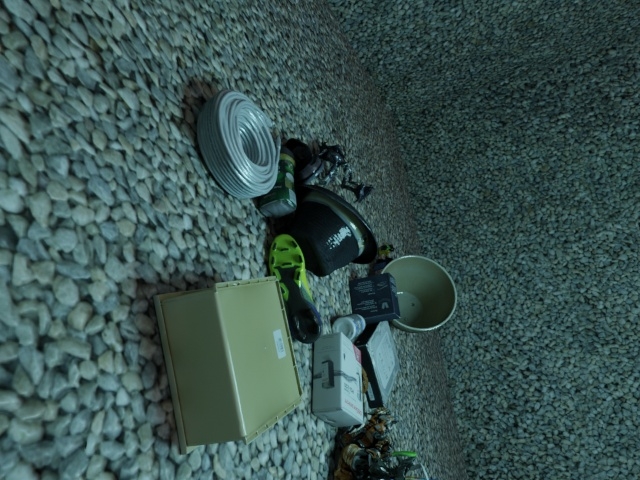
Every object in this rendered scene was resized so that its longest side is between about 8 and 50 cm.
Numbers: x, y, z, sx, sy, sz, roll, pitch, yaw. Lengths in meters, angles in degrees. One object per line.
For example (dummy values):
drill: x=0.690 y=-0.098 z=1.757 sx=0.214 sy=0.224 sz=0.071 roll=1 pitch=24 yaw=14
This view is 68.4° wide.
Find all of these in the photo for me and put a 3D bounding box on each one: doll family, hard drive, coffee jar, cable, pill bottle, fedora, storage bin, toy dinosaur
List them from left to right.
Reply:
storage bin: x=-0.152 y=0.207 z=0.871 sx=0.260 sy=0.123 sz=0.262 roll=3 pitch=73 yaw=-69
cable: x=-0.190 y=-0.228 z=1.115 sx=0.257 sy=0.089 sz=0.257 roll=46 pitch=36 yaw=-51
coffee jar: x=-0.114 y=-0.157 z=1.249 sx=0.079 sy=0.096 sz=0.184 roll=37 pitch=42 yaw=-48
fedora: x=0.000 y=0.000 z=1.308 sx=0.152 sy=0.334 sz=0.334 roll=-51 pitch=133 yaw=-21
pill bottle: x=0.096 y=0.279 z=1.523 sx=0.137 sy=0.078 sz=0.078 roll=3 pitch=73 yaw=-68
toy dinosaur: x=0.127 y=0.598 z=1.247 sx=0.321 sy=0.219 sz=0.164 roll=-56 pitch=148 yaw=-21
hard drive: x=0.217 y=0.437 z=1.757 sx=0.339 sy=0.064 sz=0.236 roll=-27 pitch=102 yaw=-70
doll family: x=0.288 y=0.075 z=2.113 sx=0.076 sy=0.112 sz=0.192 roll=51 pitch=31 yaw=-48

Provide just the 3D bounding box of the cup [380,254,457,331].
cup: x=0.387 y=0.260 z=2.028 sx=0.237 sy=0.331 sz=0.330 roll=100 pitch=-12 yaw=-62

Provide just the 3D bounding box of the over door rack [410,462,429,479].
over door rack: x=0.169 y=0.690 z=1.093 sx=0.239 sy=0.324 sz=0.108 roll=55 pitch=-2 yaw=-39

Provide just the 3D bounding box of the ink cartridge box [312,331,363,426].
ink cartridge box: x=0.049 y=0.388 z=1.312 sx=0.158 sy=0.092 sz=0.217 roll=51 pitch=33 yaw=-47

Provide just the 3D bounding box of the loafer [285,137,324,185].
loafer: x=-0.065 y=-0.238 z=1.385 sx=0.095 sy=0.109 sz=0.302 roll=50 pitch=7 yaw=-19

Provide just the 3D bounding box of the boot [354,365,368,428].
boot: x=0.117 y=0.473 z=1.462 sx=0.152 sy=0.073 sz=0.197 roll=37 pitch=45 yaw=-65

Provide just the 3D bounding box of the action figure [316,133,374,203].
action figure: x=0.060 y=-0.251 z=1.722 sx=0.275 sy=0.141 sz=0.164 roll=49 pitch=29 yaw=5

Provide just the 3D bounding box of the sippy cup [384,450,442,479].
sippy cup: x=0.282 y=0.825 z=1.429 sx=0.240 sy=0.224 sz=0.305 roll=-47 pitch=121 yaw=-66

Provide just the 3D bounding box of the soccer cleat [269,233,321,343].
soccer cleat: x=-0.072 y=0.128 z=1.220 sx=0.121 sy=0.094 sz=0.289 roll=133 pitch=-60 yaw=-78

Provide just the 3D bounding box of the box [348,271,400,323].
box: x=0.198 y=0.215 z=1.722 sx=0.093 sy=0.156 sz=0.158 roll=41 pitch=40 yaw=-58

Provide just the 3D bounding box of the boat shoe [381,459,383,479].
boat shoe: x=0.128 y=0.738 z=1.276 sx=0.096 sy=0.112 sz=0.335 roll=32 pitch=40 yaw=-40
